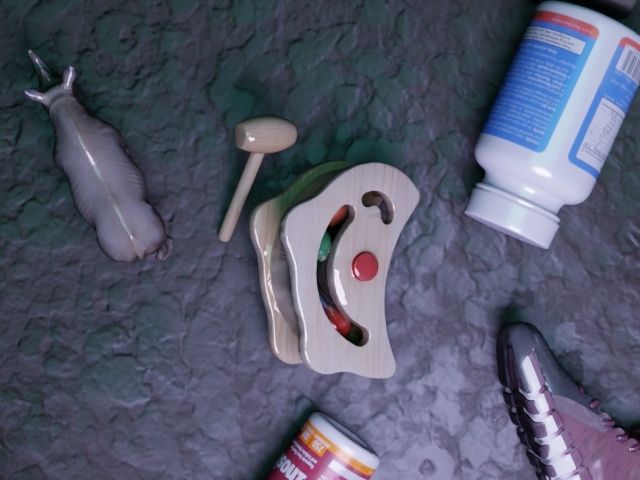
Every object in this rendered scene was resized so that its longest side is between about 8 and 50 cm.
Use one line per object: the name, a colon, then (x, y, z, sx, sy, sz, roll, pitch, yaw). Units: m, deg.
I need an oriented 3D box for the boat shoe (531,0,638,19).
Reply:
boat shoe: (0.177, -0.327, 1.381, 0.324, 0.122, 0.120, 27, 87, -2)

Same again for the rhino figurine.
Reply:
rhino figurine: (-0.223, -0.081, 1.383, 0.073, 0.106, 0.243, -28, 91, -1)

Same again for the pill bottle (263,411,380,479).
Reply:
pill bottle: (-0.016, 0.253, 1.402, 0.086, 0.086, 0.152, 35, 90, -1)

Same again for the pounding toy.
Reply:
pounding toy: (0.000, 0.000, 1.408, 0.154, 0.155, 0.270, -14, 102, -29)

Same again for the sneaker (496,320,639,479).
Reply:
sneaker: (0.288, 0.188, 1.408, 0.162, 0.106, 0.281, -23, 101, -6)

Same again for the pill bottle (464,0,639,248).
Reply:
pill bottle: (0.225, -0.111, 1.382, 0.124, 0.124, 0.221, 25, 90, -1)
